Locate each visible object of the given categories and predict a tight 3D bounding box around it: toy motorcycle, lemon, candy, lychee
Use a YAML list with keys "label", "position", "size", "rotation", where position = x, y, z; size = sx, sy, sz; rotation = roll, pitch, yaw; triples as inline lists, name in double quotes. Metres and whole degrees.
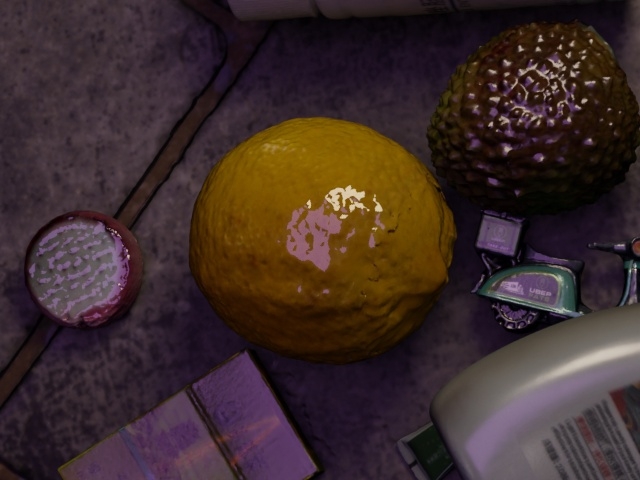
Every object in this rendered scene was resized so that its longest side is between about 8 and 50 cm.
- label: "toy motorcycle"
  position: [0.203, 0.036, 1.467]
  size: [0.173, 0.058, 0.100]
  rotation: [13, 87, 11]
- label: "lemon"
  position: [0.000, 0.000, 1.448]
  size: [0.231, 0.192, 0.192]
  rotation: [11, 86, 31]
- label: "candy"
  position: [-0.202, 0.025, 1.567]
  size: [0.103, 0.043, 0.103]
  rotation: [-2, 82, 12]
- label: "lychee"
  position: [0.163, -0.090, 1.438]
  size: [0.171, 0.171, 0.171]
  rotation: [-2, 83, 12]

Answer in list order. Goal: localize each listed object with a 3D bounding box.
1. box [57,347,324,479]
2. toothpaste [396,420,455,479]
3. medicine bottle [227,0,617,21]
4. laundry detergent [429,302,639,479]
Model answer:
- label: "box"
  position: [-0.108, 0.191, 1.533]
  size: [0.193, 0.030, 0.121]
  rotation: [-33, 78, 8]
- label: "toothpaste"
  position: [0.144, 0.128, 1.461]
  size: [0.204, 0.031, 0.049]
  rotation: [-39, 77, 25]
- label: "medicine bottle"
  position: [0.081, -0.274, 1.465]
  size: [0.332, 0.190, 0.190]
  rotation: [-2, 83, 12]
- label: "laundry detergent"
  position: [0.307, 0.138, 1.384]
  size: [0.398, 0.125, 0.264]
  rotation: [-27, 104, -1]
